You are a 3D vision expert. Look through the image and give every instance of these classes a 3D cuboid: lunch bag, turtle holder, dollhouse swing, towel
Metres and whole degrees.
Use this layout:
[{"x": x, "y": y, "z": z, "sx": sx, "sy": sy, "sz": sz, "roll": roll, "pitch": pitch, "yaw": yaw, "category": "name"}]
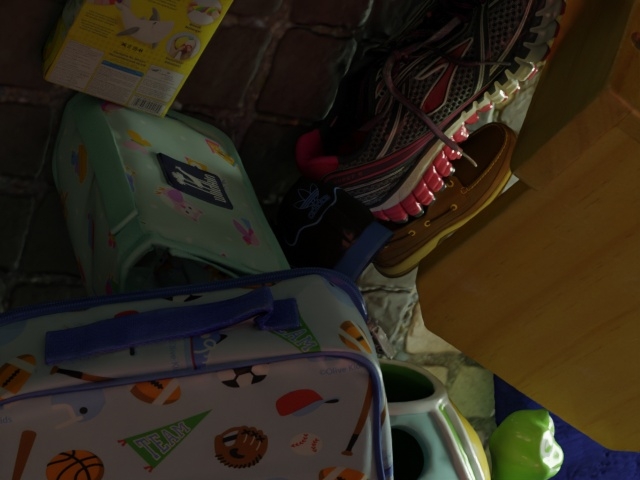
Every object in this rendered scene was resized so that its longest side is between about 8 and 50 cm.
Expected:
[{"x": -0.109, "y": 0.023, "z": 1.286, "sx": 0.160, "sy": 0.223, "sz": 0.262, "roll": -24, "pitch": 133, "yaw": -1, "category": "lunch bag"}, {"x": 0.070, "y": 0.238, "z": 1.531, "sx": 0.320, "sy": 0.243, "sz": 0.227, "roll": 7, "pitch": 106, "yaw": 1, "category": "turtle holder"}, {"x": -0.091, "y": 0.130, "z": 1.159, "sx": 0.303, "sy": 0.115, "sz": 0.243, "roll": -9, "pitch": 130, "yaw": -3, "category": "lunch bag"}, {"x": 0.300, "y": -0.037, "z": 1.415, "sx": 0.347, "sy": 0.315, "sz": 0.305, "roll": 33, "pitch": 147, "yaw": -16, "category": "dollhouse swing"}, {"x": 0.292, "y": 0.201, "z": 1.773, "sx": 0.227, "sy": 0.076, "sz": 0.308, "roll": -18, "pitch": 130, "yaw": -10, "category": "towel"}]

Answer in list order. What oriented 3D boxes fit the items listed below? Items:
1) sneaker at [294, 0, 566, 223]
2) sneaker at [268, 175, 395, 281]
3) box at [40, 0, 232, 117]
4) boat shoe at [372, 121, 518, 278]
[{"x": 0.095, "y": -0.147, "z": 1.360, "sx": 0.112, "sy": 0.121, "sz": 0.299, "roll": 19, "pitch": 112, "yaw": -35, "category": "sneaker"}, {"x": 0.000, "y": 0.000, "z": 1.399, "sx": 0.081, "sy": 0.090, "sz": 0.232, "roll": -48, "pitch": 178, "yaw": -15, "category": "sneaker"}, {"x": -0.125, "y": -0.181, "z": 1.218, "sx": 0.105, "sy": 0.043, "sz": 0.179, "roll": 17, "pitch": 128, "yaw": -28, "category": "box"}, {"x": 0.105, "y": -0.042, "z": 1.480, "sx": 0.178, "sy": 0.064, "sz": 0.060, "roll": -43, "pitch": 135, "yaw": 7, "category": "boat shoe"}]
